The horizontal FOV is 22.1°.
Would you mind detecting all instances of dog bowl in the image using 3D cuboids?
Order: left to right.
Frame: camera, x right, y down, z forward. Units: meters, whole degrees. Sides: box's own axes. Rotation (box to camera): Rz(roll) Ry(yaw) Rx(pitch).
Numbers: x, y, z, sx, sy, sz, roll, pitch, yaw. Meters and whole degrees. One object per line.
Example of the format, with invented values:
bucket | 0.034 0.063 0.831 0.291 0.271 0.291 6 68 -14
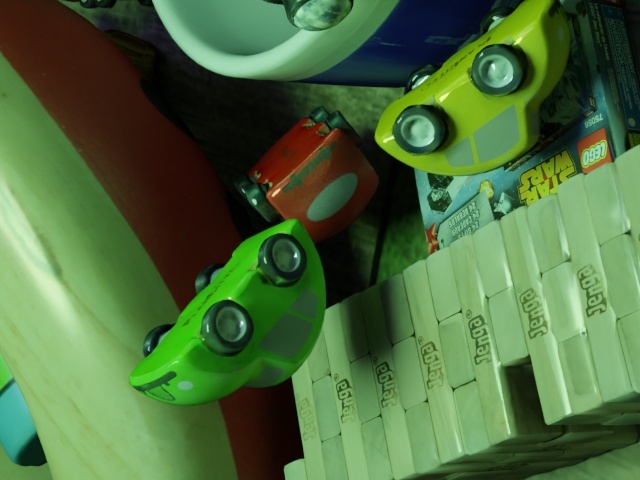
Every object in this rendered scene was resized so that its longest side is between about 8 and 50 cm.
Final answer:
dog bowl | 0.010 -0.210 0.828 0.265 0.104 0.265 -4 85 55

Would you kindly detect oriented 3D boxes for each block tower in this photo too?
block tower | 0.105 0.038 0.685 0.335 0.091 0.097 -33 61 49

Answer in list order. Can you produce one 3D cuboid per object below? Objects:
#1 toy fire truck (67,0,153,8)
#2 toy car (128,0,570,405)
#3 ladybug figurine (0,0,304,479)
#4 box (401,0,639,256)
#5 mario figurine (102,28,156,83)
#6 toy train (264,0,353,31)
toy fire truck | -0.164 -0.231 1.134 0.192 0.047 0.135 9 94 55
toy car | 0.000 0.000 0.730 0.053 0.225 0.239 48 145 -13
ladybug figurine | -0.138 0.026 0.904 0.449 0.162 0.305 57 152 11
box | 0.093 -0.050 0.763 0.137 0.027 0.094 -30 62 51
mario figurine | -0.208 0.014 1.078 0.198 0.170 0.320 32 112 50
toy train | -0.006 -0.181 0.690 0.105 0.080 0.184 -37 58 41
